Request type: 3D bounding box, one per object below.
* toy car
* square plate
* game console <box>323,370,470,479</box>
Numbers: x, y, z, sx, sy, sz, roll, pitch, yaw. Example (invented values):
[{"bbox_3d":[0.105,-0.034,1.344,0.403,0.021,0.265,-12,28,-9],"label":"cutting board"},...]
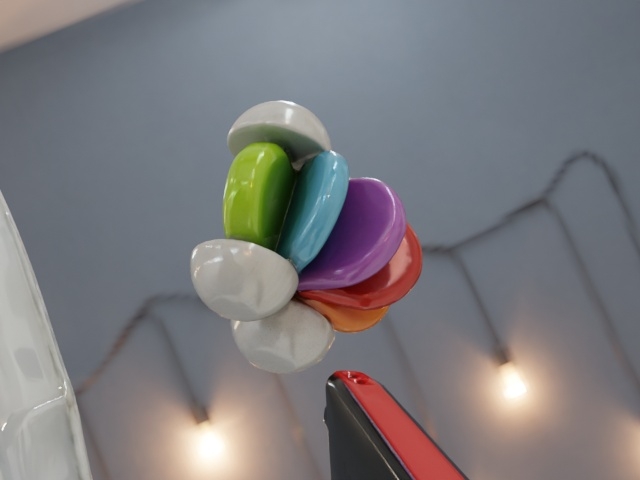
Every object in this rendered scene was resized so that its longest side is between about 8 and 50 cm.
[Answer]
[{"bbox_3d":[0.000,0.000,1.304,0.136,0.159,0.182,3,-31,24],"label":"toy car"},{"bbox_3d":[-0.158,0.144,1.011,0.049,0.347,0.344,-14,30,-14],"label":"square plate"},{"bbox_3d":[0.080,0.312,1.098,0.060,0.387,0.342,-14,29,-21],"label":"game console"}]
